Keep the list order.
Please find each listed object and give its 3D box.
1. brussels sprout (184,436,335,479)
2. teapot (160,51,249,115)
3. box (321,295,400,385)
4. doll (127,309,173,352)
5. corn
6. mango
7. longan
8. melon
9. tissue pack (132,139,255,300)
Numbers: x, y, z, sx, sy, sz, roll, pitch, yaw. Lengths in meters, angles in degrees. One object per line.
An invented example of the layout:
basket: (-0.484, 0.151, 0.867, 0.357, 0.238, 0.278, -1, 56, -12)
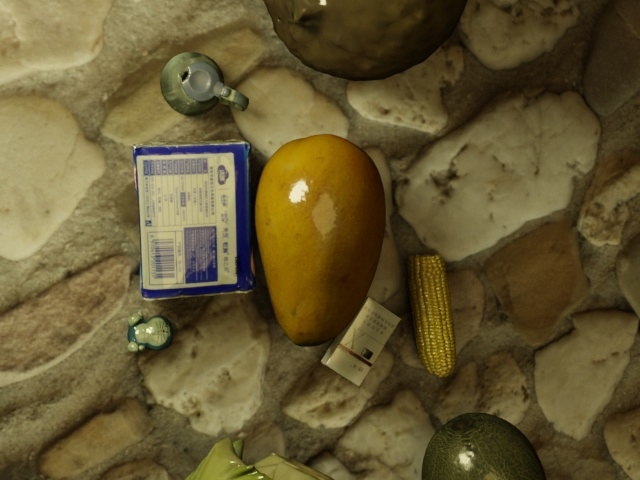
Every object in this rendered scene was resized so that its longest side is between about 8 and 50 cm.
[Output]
brussels sprout: (-0.074, 0.573, 1.715, 0.425, 0.342, 0.361, 26, 80, -9)
teapot: (-0.205, -0.259, 1.707, 0.111, 0.108, 0.149, -42, 107, -9)
box: (0.077, 0.192, 1.890, 0.084, 0.040, 0.154, 35, 83, -20)
doll: (-0.304, 0.162, 1.749, 0.083, 0.050, 0.076, -1, 78, -18)
corn: (0.218, 0.143, 1.913, 0.081, 0.081, 0.249, -11, 99, -18)
mango: (0.000, 0.000, 1.735, 0.221, 0.264, 0.378, 7, 100, 21)
longan: (0.066, -0.460, 1.646, 0.390, 0.391, 0.391, -2, 96, -19)
melon: (0.322, 0.487, 1.907, 0.237, 0.237, 0.302, -23, 103, -16)
tissue pack: (-0.223, -0.041, 1.715, 0.209, 0.137, 0.270, -6, 101, -19)
